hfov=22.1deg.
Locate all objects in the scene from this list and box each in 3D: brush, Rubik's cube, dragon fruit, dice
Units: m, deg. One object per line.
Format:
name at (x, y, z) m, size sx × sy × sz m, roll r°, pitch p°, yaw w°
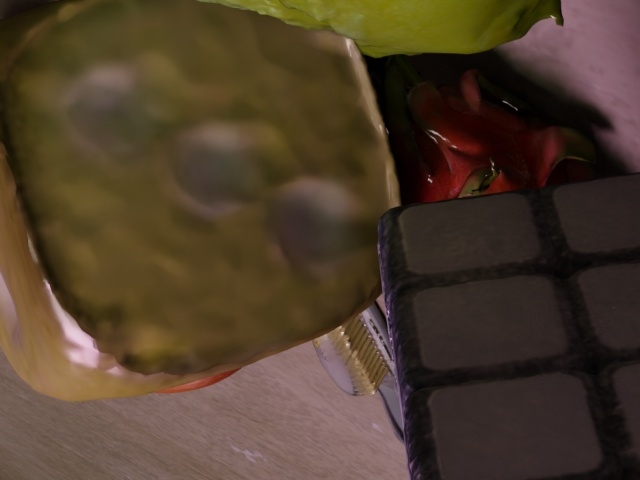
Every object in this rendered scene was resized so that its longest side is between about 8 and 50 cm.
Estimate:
brush at (0.045, 0.131, 1.517) m, size 0.068 × 0.060 × 0.297 m, roll 13°, pitch 148°, yaw 35°
Rubik's cube at (0.217, 0.181, 0.801) m, size 0.344 × 0.343 × 0.337 m, roll -8°, pitch 122°, yaw 3°
dragon fruit at (0.091, -0.045, 1.047) m, size 0.137 × 0.135 × 0.236 m, roll 18°, pitch 147°, yaw 41°
dice at (-0.103, -0.043, 1.032) m, size 0.227 × 0.238 × 0.233 m, roll 4°, pitch 111°, yaw 68°

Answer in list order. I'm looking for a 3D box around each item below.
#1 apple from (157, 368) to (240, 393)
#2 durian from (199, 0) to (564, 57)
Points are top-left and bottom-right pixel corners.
apple at (-0.131, 0.025, 1.269) m, size 0.201 × 0.162 × 0.201 m, roll 59°, pitch 174°, yaw 10°
durian at (-0.021, -0.216, 0.808) m, size 0.340 × 0.204 × 0.256 m, roll 19°, pitch 159°, yaw 4°
